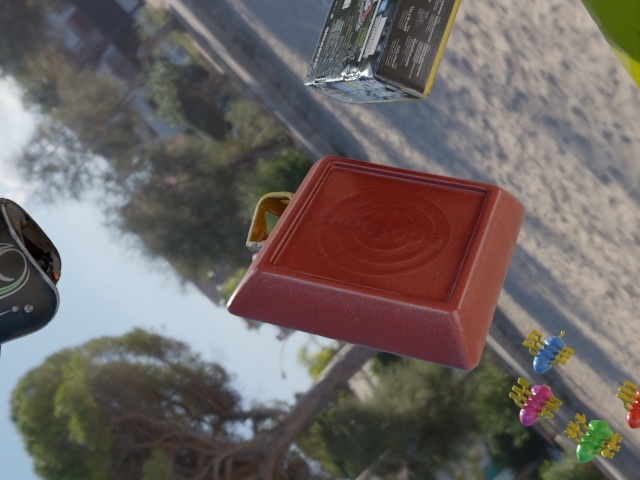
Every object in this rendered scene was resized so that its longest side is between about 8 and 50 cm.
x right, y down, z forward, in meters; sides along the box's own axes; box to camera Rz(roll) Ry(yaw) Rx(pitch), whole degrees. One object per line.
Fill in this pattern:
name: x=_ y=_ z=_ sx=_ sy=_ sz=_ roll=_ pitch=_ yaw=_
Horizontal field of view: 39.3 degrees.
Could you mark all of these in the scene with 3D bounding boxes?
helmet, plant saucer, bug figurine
helmet: x=-0.365 y=0.050 z=0.953 sx=0.169 sy=0.162 sz=0.169 roll=58 pitch=178 yaw=3
plant saucer: x=0.066 y=0.001 z=0.938 sx=0.259 sy=0.259 sz=0.047 roll=12 pitch=134 yaw=17
bug figurine: x=0.471 y=0.285 z=1.623 sx=0.279 sy=0.216 sz=0.072 roll=31 pitch=147 yaw=28

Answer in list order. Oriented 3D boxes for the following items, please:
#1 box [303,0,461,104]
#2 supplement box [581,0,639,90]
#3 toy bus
box: x=0.098 y=-0.327 z=1.082 sx=0.079 sy=0.321 sz=0.257 roll=19 pitch=180 yaw=-21
supplement box: x=0.241 y=-0.090 z=0.315 sx=0.357 sy=0.194 sz=0.195 roll=29 pitch=-164 yaw=-51
toy bus: x=-0.005 y=-0.004 z=1.326 sx=0.191 sy=0.104 sz=0.202 roll=13 pitch=169 yaw=5
